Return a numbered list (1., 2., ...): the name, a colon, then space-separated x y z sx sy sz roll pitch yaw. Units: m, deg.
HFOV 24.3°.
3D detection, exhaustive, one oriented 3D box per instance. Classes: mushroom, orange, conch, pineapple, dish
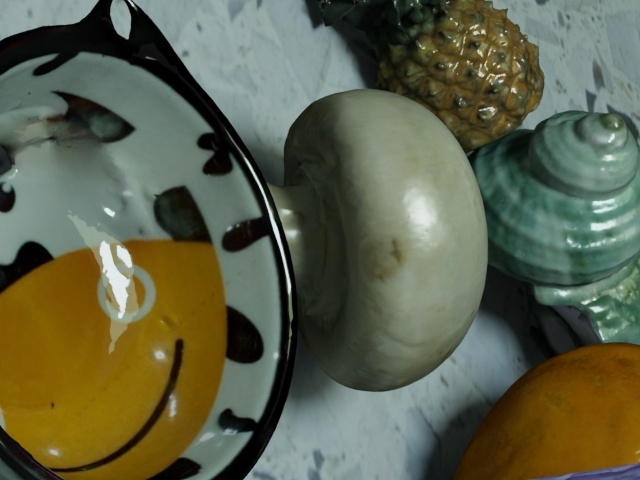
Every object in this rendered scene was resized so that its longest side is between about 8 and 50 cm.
1. mushroom: 0.017 0.003 0.984 0.209 0.206 0.206 -15 89 -45
2. orange: 0.221 0.216 1.117 0.284 0.226 0.284 12 74 -46
3. conch: 0.207 -0.005 1.232 0.195 0.277 0.220 -8 47 -15
4. pineapple: 0.069 -0.183 1.175 0.248 0.128 0.128 47 45 -23
5. dish: -0.146 0.024 0.831 0.303 0.120 0.303 22 60 -44

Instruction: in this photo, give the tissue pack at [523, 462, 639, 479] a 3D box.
1. tissue pack: 0.141 0.279 0.910 0.160 0.338 0.242 -31 100 -49
